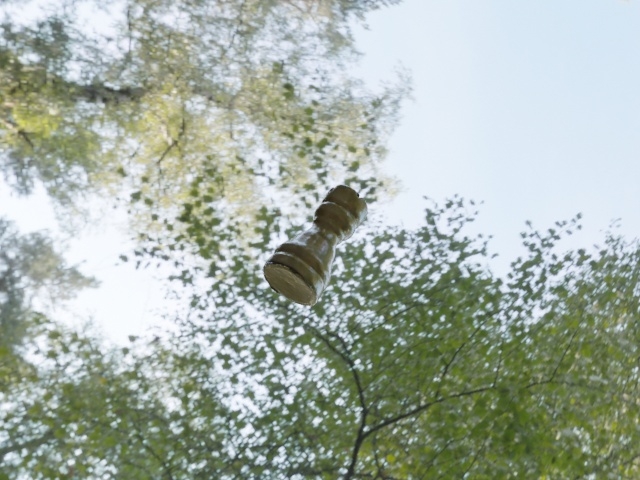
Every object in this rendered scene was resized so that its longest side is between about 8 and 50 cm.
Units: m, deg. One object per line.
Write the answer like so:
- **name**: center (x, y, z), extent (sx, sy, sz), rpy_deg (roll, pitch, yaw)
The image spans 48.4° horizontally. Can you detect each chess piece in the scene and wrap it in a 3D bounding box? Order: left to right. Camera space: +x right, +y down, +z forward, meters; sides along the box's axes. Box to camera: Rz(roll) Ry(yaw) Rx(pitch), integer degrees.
- **chess piece**: center (0.000, 0.000, 0.714), extent (0.066, 0.122, 0.066), rpy_deg (27, -29, 16)
